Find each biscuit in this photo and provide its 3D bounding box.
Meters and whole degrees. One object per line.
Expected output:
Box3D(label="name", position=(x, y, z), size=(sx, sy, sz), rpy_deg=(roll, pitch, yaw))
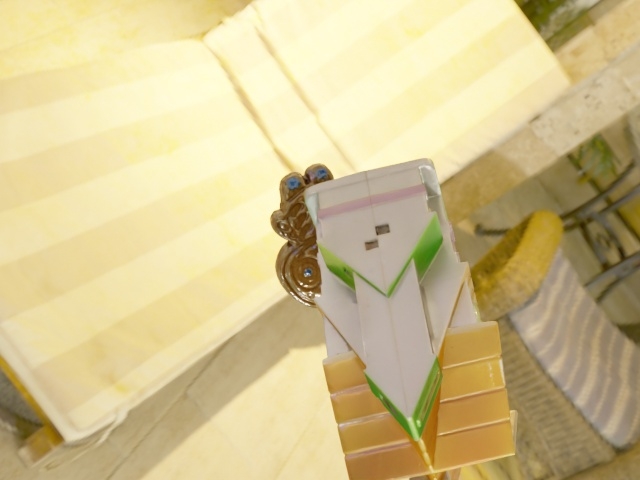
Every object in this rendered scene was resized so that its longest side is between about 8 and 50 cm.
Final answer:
Box3D(label="biscuit", position=(0.000, 0.000, 1.113), size=(0.026, 0.124, 0.175), rpy_deg=(32, -39, 62))

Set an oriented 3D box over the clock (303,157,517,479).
Box3D(label="clock", position=(0.094, 0.113, 0.937), size=(0.235, 0.166, 0.309), rpy_deg=(68, 12, -45))
